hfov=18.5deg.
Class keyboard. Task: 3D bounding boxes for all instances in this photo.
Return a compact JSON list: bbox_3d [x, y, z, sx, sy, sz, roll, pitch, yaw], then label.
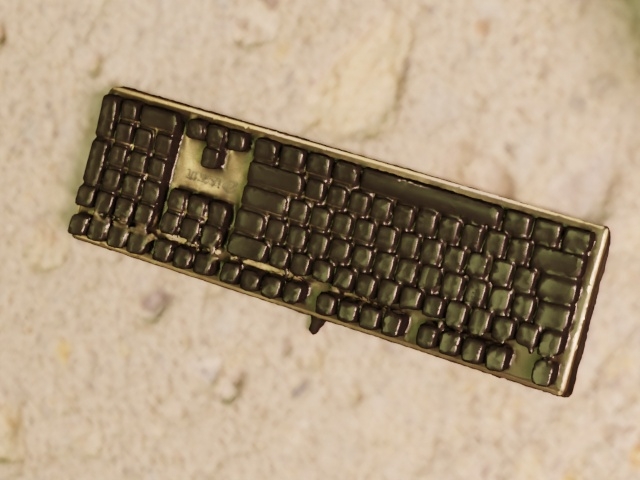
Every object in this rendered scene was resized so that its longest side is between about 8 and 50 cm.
[{"bbox_3d":[0.000,0.000,1.077,0.317,0.027,0.106,17,97,25],"label":"keyboard"}]
